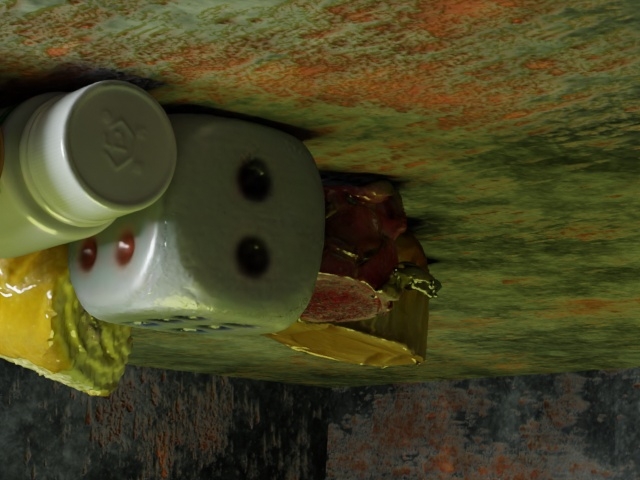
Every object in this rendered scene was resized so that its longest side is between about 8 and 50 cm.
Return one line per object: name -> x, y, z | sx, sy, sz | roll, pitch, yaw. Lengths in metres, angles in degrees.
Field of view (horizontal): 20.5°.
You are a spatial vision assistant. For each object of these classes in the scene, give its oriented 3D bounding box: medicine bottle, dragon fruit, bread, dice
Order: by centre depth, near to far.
medicine bottle -> -0.239, -0.065, 1.585 | 0.139, 0.139, 0.237 | 10, 165, -35
dice -> -0.119, -0.012, 1.693 | 0.194, 0.192, 0.193 | 13, 166, -37
bread -> -0.381, 0.021, 1.873 | 0.375, 0.165, 0.236 | 17, 165, 23
dragon fruit -> 0.000, 0.000, 1.932 | 0.282, 0.147, 0.211 | -5, 159, 26
bread -> 0.037, 0.059, 2.186 | 0.204, 0.156, 0.288 | 15, 170, -8

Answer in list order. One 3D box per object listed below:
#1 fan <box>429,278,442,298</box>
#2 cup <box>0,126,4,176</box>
fan -> 0.019, 0.060, 2.441 | 0.310, 0.010, 0.182 | 11, -152, 40
cup -> -0.420, -0.073, 1.531 | 0.264, 0.182, 0.226 | -13, 145, 39
